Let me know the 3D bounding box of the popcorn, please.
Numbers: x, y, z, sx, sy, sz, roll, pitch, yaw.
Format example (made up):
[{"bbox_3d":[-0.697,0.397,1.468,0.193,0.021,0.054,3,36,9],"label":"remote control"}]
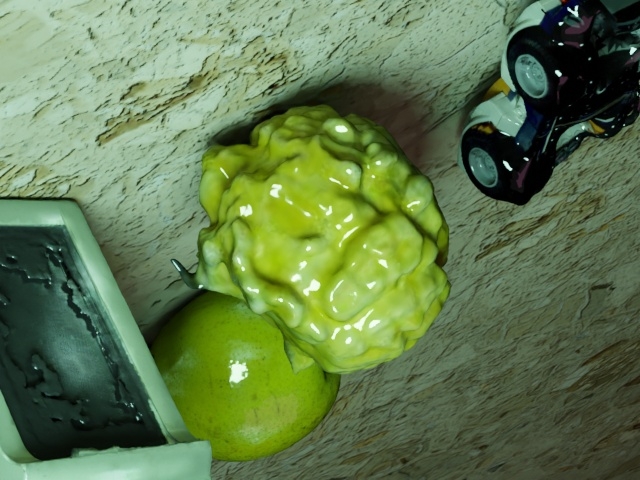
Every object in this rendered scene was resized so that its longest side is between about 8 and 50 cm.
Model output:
[{"bbox_3d":[-0.004,0.004,1.480,0.225,0.249,0.249,-37,159,-17],"label":"popcorn"}]

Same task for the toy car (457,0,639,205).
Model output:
[{"bbox_3d":[0.237,-0.162,1.582,0.193,0.118,0.301,-28,157,-25],"label":"toy car"}]

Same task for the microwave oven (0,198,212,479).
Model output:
[{"bbox_3d":[-0.278,0.178,1.384,0.218,0.355,0.286,1,143,-48],"label":"microwave oven"}]

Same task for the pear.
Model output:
[{"bbox_3d":[-0.081,0.134,1.736,0.198,0.198,0.198,-24,155,-12],"label":"pear"}]

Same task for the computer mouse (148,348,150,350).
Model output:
[{"bbox_3d":[-0.214,0.227,1.877,0.168,0.087,0.295,-18,150,-24],"label":"computer mouse"}]
